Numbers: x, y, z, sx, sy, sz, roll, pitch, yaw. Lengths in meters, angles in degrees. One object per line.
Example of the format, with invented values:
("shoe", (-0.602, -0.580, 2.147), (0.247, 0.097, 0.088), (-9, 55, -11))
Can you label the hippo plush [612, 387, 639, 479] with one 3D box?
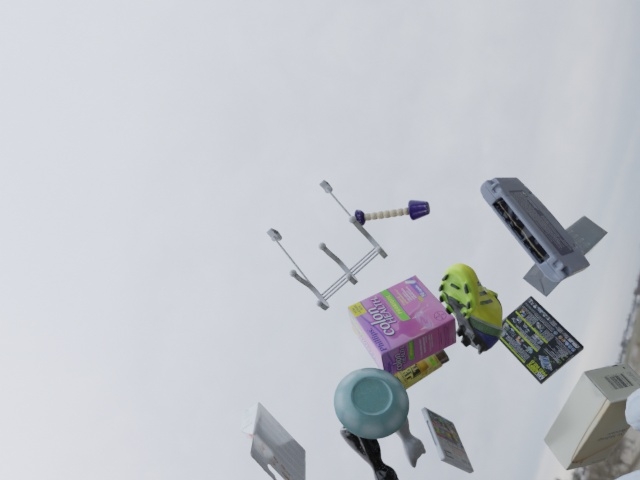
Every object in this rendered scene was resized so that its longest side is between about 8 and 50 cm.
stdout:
("hippo plush", (0.581, 0.340, 0.855), (0.294, 0.235, 0.236), (112, 157, -66))

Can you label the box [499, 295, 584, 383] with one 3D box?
("box", (0.841, 0.386, 2.054), (0.216, 0.270, 0.060), (-44, -30, 7))

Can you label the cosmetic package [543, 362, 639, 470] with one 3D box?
("cosmetic package", (0.774, 0.498, 1.482), (0.160, 0.113, 0.309), (-6, -54, -17))

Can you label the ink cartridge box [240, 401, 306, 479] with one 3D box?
("ink cartridge box", (-0.107, 0.487, 1.177), (0.181, 0.056, 0.224), (50, -173, -9))

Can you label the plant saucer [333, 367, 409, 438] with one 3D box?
("plant saucer", (0.130, 0.403, 1.338), (0.195, 0.195, 0.037), (-54, -26, -34))

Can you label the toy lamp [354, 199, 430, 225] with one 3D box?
("toy lamp", (0.263, -0.101, 1.936), (0.080, 0.275, 0.080), (-7, -90, -67))

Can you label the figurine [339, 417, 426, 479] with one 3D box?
("figurine", (0.186, 0.551, 1.438), (0.215, 0.092, 0.209), (-26, -97, -40))

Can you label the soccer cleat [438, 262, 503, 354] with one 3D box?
("soccer cleat", (0.342, 0.134, 1.164), (0.121, 0.093, 0.289), (-43, -49, -17))

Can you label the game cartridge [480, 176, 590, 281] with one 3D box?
("game cartridge", (0.533, -0.034, 1.304), (0.196, 0.294, 0.060), (-10, -30, -44))

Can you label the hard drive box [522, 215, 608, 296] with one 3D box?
("hard drive box", (0.725, 0.042, 1.557), (0.232, 0.089, 0.181), (-23, -32, -45))

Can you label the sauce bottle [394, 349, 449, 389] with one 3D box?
("sauce bottle", (0.271, 0.457, 1.791), (0.344, 0.111, 0.111), (-35, -39, 1))

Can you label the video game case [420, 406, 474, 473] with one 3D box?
("video game case", (0.424, 0.670, 1.764), (0.201, 0.023, 0.183), (36, -156, -37))

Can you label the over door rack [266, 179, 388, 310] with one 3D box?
("over door rack", (0.000, 0.000, 1.475), (0.239, 0.324, 0.108), (-42, -32, 7))

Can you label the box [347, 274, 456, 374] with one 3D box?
("box", (0.240, 0.250, 1.566), (0.243, 0.213, 0.117), (-24, -49, -11))
